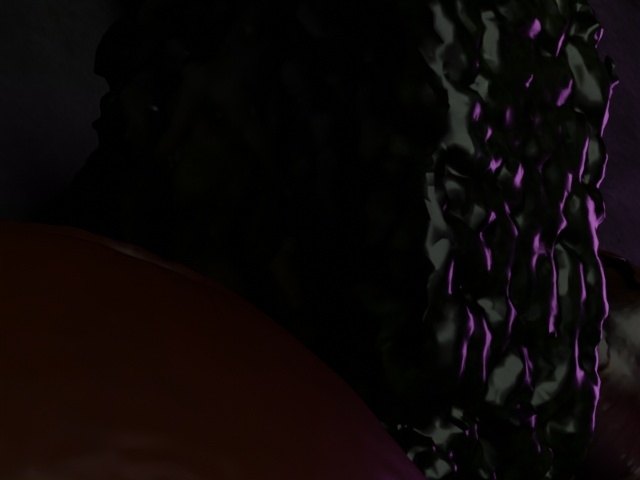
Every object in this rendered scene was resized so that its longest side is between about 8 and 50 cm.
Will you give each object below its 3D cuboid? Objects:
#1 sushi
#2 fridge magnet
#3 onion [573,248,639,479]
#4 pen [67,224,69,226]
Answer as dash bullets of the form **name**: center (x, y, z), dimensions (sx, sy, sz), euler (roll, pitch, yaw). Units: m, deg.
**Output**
- **sushi**: center (0.000, 0.000, 1.032), dimensions (0.178, 0.294, 0.352), euler (17, 69, -44)
- **fridge magnet**: center (-0.069, 0.156, 0.713), dimensions (0.363, 0.155, 0.363), euler (30, 40, -28)
- **onion**: center (0.214, 0.078, 1.441), dimensions (0.230, 0.163, 0.230), euler (29, 39, -26)
- **pen**: center (-0.138, -0.002, 1.129), dimensions (0.026, 0.026, 0.218), euler (52, 27, -2)
